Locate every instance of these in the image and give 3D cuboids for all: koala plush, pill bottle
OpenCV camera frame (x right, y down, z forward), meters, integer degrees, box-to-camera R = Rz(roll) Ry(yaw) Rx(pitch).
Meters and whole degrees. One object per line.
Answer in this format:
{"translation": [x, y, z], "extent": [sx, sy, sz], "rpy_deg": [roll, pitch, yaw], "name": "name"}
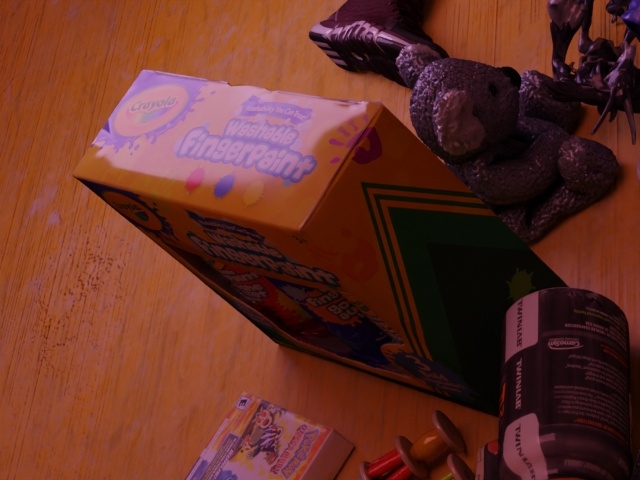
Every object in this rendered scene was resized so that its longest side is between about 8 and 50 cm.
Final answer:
{"translation": [0.177, -0.118, 2.130], "extent": [0.203, 0.221, 0.196], "rpy_deg": [-40, 36, 13], "name": "koala plush"}
{"translation": [0.236, 0.176, 1.858], "extent": [0.130, 0.130, 0.246], "rpy_deg": [-24, 41, 31], "name": "pill bottle"}

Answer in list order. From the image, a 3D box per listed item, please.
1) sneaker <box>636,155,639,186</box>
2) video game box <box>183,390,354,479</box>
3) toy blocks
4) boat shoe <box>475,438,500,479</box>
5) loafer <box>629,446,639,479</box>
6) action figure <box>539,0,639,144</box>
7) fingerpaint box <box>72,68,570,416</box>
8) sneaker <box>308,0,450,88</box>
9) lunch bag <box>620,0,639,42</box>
{"translation": [0.396, -0.152, 2.039], "extent": [0.087, 0.092, 0.229], "rpy_deg": [19, 72, 52], "name": "sneaker"}
{"translation": [-0.081, 0.284, 2.175], "extent": [0.187, 0.048, 0.205], "rpy_deg": [17, 70, 51], "name": "video game box"}
{"translation": [0.086, 0.261, 2.006], "extent": [0.148, 0.054, 0.123], "rpy_deg": [-37, 35, 15], "name": "toy blocks"}
{"translation": [0.171, 0.257, 1.922], "extent": [0.043, 0.049, 0.137], "rpy_deg": [-15, 42, 30], "name": "boat shoe"}
{"translation": [0.306, 0.262, 1.743], "extent": [0.076, 0.078, 0.223], "rpy_deg": [-20, 43, 34], "name": "loafer"}
{"translation": [0.324, -0.230, 2.138], "extent": [0.276, 0.164, 0.141], "rpy_deg": [-89, 6, -52], "name": "action figure"}
{"translation": [0.000, 0.000, 2.079], "extent": [0.445, 0.371, 0.163], "rpy_deg": [14, 67, 52], "name": "fingerpaint box"}
{"translation": [0.106, -0.294, 2.488], "extent": [0.162, 0.106, 0.281], "rpy_deg": [-52, 34, -10], "name": "sneaker"}
{"translation": [0.434, -0.229, 1.893], "extent": [0.221, 0.293, 0.138], "rpy_deg": [-52, 35, -6], "name": "lunch bag"}
